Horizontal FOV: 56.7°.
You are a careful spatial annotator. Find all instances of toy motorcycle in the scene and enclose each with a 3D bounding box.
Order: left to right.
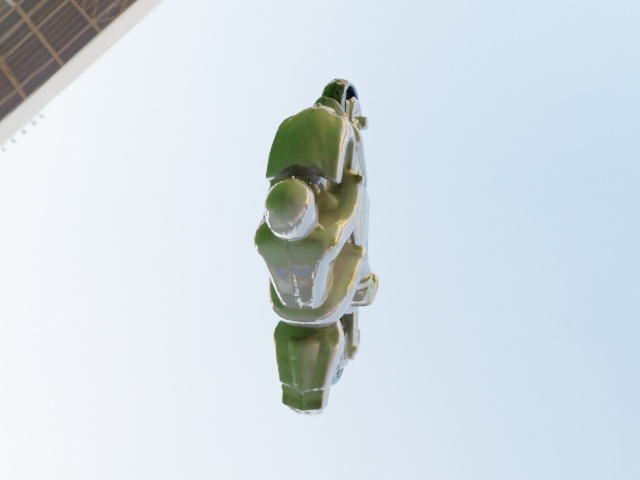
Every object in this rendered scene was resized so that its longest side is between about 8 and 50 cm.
[{"bbox_3d":[0.000,0.000,0.599,0.107,0.223,0.341,4,-84,16],"label":"toy motorcycle"}]
